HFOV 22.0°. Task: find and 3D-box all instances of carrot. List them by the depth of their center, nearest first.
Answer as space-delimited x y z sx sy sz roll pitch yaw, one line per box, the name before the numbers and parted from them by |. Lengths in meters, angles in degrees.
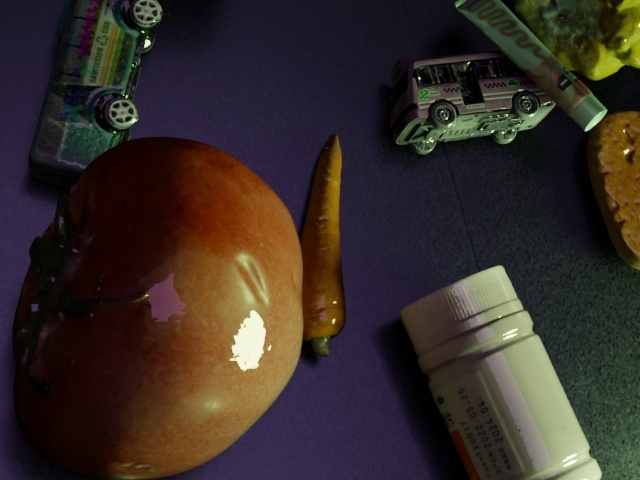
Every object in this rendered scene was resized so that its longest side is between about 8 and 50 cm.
carrot | 0.000 0.000 1.782 0.061 0.061 0.257 6 71 -12

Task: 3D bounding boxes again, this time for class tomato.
tomato | -0.145 0.072 1.591 0.272 0.341 0.341 19 72 -23

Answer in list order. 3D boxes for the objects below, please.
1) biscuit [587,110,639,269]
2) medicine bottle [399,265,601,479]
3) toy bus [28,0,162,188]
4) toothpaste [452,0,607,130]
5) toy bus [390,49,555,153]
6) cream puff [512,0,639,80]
biscuit | 0.426 -0.108 1.913 0.277 0.052 0.262 -19 76 -16
medicine bottle | 0.189 0.163 1.742 0.133 0.133 0.250 -21 83 -17
toy bus | -0.234 -0.181 1.758 0.109 0.091 0.262 13 72 -3
toothpaste | 0.233 -0.204 1.820 0.056 0.036 0.205 -34 73 -34
toy bus | 0.165 -0.161 1.847 0.178 0.087 0.098 -8 74 -19
cream puff | 0.321 -0.292 1.882 0.194 0.195 0.221 -40 76 -19
